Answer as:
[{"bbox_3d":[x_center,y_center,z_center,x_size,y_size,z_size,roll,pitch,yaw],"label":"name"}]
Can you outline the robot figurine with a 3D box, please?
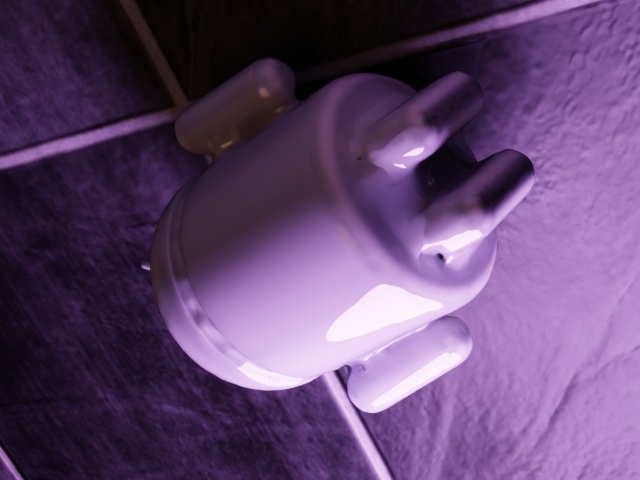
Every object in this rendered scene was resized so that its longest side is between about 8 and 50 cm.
[{"bbox_3d":[0.000,0.000,1.046,0.353,0.200,0.300,-29,93,39],"label":"robot figurine"}]
